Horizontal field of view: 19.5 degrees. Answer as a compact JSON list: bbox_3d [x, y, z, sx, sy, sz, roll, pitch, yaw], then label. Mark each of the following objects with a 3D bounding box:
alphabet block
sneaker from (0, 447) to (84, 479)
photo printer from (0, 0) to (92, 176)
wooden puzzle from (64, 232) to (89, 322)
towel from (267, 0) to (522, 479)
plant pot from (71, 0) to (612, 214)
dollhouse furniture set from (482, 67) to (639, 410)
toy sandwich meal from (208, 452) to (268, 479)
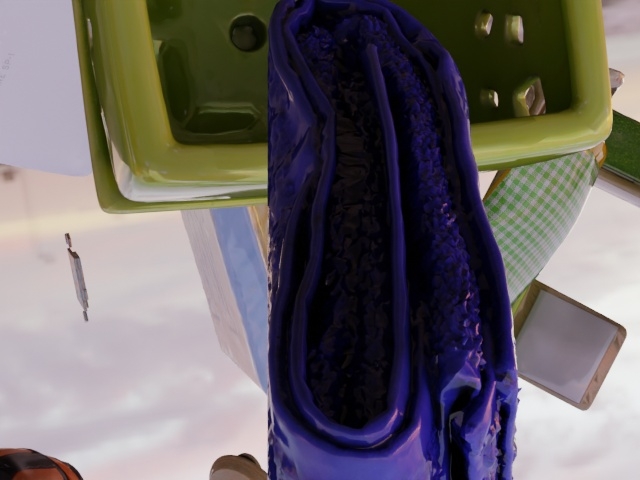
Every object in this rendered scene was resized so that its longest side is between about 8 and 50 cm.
[{"bbox_3d":[0.000,0.000,1.511,0.192,0.193,0.197,-16,-170,-11],"label":"alphabet block"},{"bbox_3d":[-0.119,0.239,0.736,0.125,0.321,0.180,9,-176,12],"label":"sneaker"},{"bbox_3d":[-0.280,-0.174,1.411,0.308,0.107,0.256,12,141,-22],"label":"photo printer"},{"bbox_3d":[-0.218,0.034,1.675,0.006,0.083,0.049,-13,-166,-13],"label":"wooden puzzle"},{"bbox_3d":[0.020,0.096,0.617,0.076,0.308,0.227,0,-142,-1],"label":"towel"},{"bbox_3d":[-0.013,-0.125,0.909,0.228,0.227,0.207,-6,173,-17],"label":"plant pot"},{"bbox_3d":[0.149,0.018,1.062,0.151,0.197,0.301,28,-177,5],"label":"dollhouse furniture set"},{"bbox_3d":[-0.032,0.160,1.113,0.029,0.085,0.086,-34,-161,-36],"label":"toy sandwich meal"}]
